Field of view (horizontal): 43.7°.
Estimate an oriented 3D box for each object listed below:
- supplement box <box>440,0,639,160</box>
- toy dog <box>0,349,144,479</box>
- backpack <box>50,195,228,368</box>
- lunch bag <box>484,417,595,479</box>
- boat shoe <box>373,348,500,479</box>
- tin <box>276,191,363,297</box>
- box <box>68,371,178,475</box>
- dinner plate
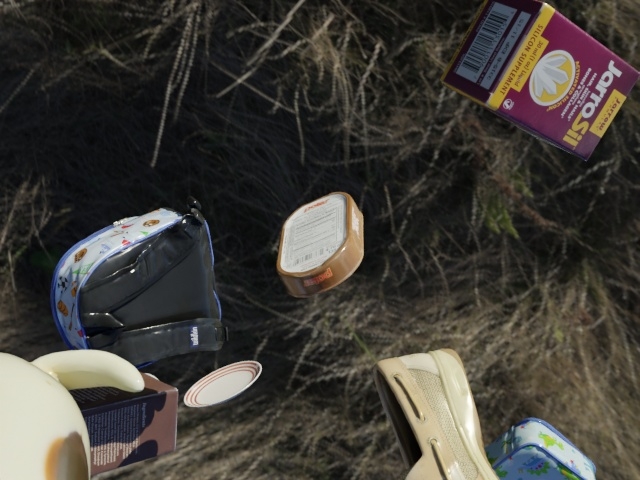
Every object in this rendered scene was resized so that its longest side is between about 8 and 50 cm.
[{"bbox_3d":[0.112,-0.083,0.406,0.083,0.043,0.055,18,106,-35],"label":"supplement box"},{"bbox_3d":[-0.289,0.305,0.714,0.395,0.408,0.285,-23,129,-28],"label":"toy dog"},{"bbox_3d":[-0.316,0.084,1.339,0.263,0.213,0.277,-28,116,-44],"label":"backpack"},{"bbox_3d":[0.346,0.417,1.353,0.176,0.090,0.219,37,119,-6],"label":"lunch bag"},{"bbox_3d":[0.136,0.283,0.890,0.110,0.341,0.122,-5,140,-10],"label":"boat shoe"},{"bbox_3d":[0.000,0.000,0.987,0.106,0.190,0.040,-20,117,12],"label":"tin"},{"bbox_3d":[-0.471,0.341,1.459,0.381,0.191,0.143,-6,103,-45],"label":"box"},{"bbox_3d":[-0.163,0.246,1.345,0.141,0.141,0.017,-23,105,-10],"label":"dinner plate"}]
